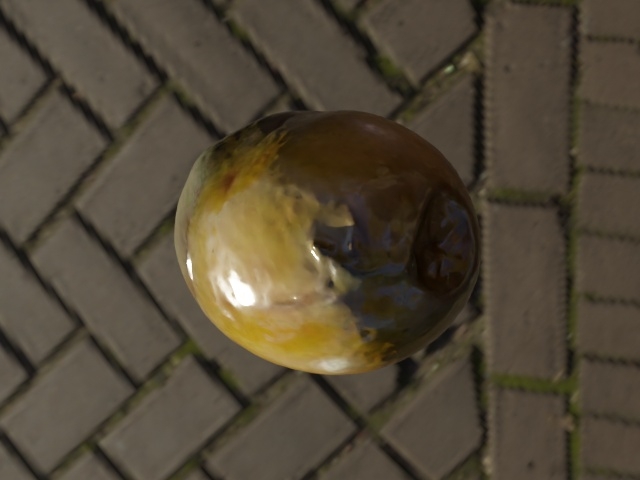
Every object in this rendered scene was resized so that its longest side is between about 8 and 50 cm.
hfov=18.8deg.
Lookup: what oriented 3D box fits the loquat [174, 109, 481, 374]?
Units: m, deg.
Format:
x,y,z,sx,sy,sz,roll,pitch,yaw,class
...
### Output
x,y,z,sx,sy,sz,roll,pitch,yaw,class
0.000,0.000,1.315,0.227,0.179,0.179,5,111,43,loquat
